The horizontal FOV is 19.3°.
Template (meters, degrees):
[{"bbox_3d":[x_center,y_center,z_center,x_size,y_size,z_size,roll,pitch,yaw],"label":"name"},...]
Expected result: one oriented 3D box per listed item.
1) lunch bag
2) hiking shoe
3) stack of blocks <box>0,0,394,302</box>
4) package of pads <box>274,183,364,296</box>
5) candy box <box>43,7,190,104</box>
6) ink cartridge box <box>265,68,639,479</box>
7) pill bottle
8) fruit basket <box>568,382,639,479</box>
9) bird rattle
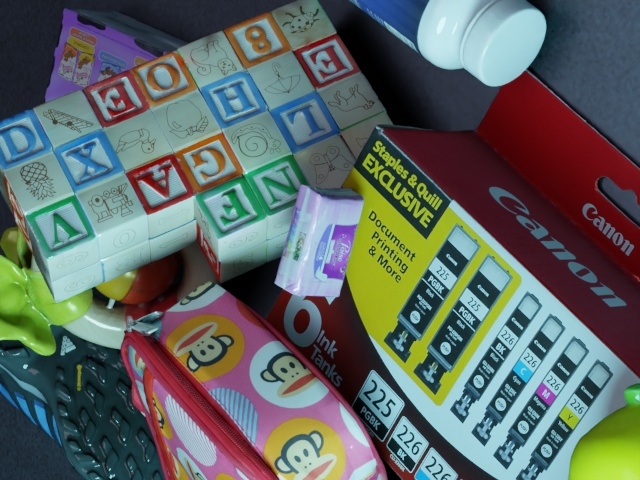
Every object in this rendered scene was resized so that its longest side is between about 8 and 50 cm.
[{"bbox_3d":[-0.056,0.171,1.518,0.258,0.120,0.293,44,159,33],"label":"lunch bag"},{"bbox_3d":[-0.221,0.147,1.776,0.304,0.113,0.132,47,165,14],"label":"hiking shoe"},{"bbox_3d":[-0.099,-0.060,1.518,0.171,0.297,0.087,61,165,22],"label":"stack of blocks"},{"bbox_3d":[0.000,0.000,1.420,0.032,0.050,0.083,28,108,47],"label":"package of pads"},{"bbox_3d":[-0.181,-0.097,1.733,0.165,0.070,0.196,27,109,37],"label":"candy box"},{"bbox_3d":[0.143,0.055,1.416,0.309,0.130,0.272,45,119,31],"label":"ink cartridge box"},{"bbox_3d":[0.093,-0.192,1.470,0.169,0.094,0.094,41,118,32],"label":"pill bottle"},{"bbox_3d":[0.239,0.296,1.253,0.392,0.283,0.392,-19,55,30],"label":"fruit basket"},{"bbox_3d":[-0.168,0.045,1.621,0.253,0.143,0.207,25,122,-5],"label":"bird rattle"}]
